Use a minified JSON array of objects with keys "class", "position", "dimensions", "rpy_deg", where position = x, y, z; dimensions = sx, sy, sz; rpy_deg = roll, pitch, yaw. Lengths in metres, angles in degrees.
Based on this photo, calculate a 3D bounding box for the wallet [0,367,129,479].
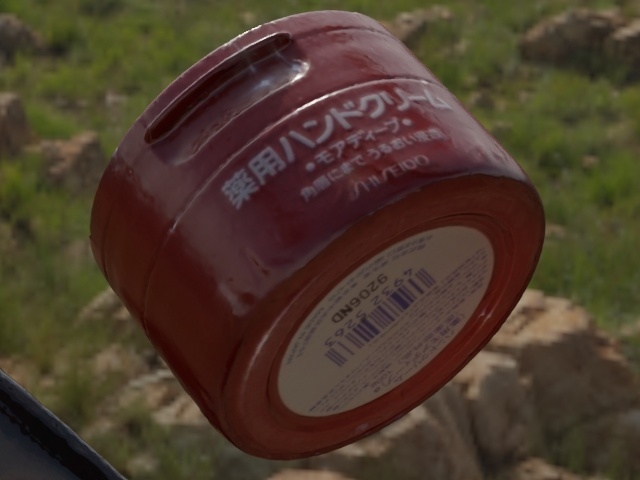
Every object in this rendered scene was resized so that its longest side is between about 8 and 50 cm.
[{"class":"wallet","position":[-0.171,0.200,0.966],"dimensions":[0.229,0.182,0.049],"rpy_deg":[40,8,-4]}]

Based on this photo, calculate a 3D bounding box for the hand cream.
[{"class":"hand cream","position":[0.000,0.000,0.790],"dimensions":[0.193,0.193,0.125],"rpy_deg":[-14,50,-39]}]
